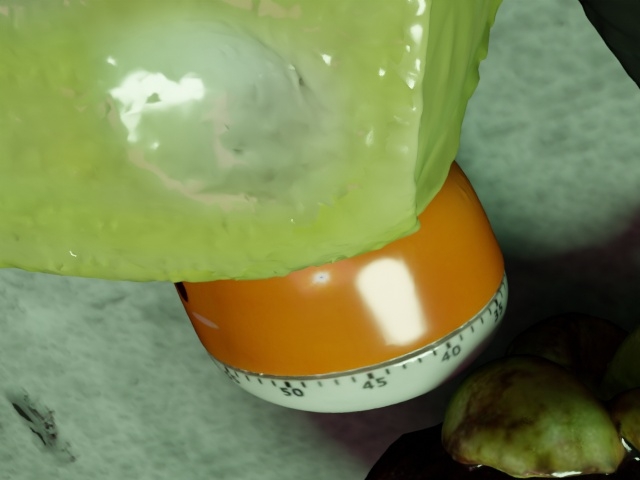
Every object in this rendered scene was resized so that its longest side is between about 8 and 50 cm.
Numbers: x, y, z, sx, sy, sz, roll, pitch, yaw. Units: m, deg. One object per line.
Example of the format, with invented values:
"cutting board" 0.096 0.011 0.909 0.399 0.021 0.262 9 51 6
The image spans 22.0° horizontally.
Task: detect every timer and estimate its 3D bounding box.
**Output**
"timer" 0.000 0.000 0.638 0.136 0.099 0.136 1 131 2

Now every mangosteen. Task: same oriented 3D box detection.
"mangosteen" 0.107 0.115 0.660 0.194 0.194 0.230 11 106 10

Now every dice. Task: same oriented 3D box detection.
"dice" -0.054 -0.145 0.435 0.227 0.238 0.233 8 131 12

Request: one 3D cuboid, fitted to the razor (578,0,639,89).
"razor" 0.192 -0.022 0.444 0.327 0.189 0.107 31 95 -43
